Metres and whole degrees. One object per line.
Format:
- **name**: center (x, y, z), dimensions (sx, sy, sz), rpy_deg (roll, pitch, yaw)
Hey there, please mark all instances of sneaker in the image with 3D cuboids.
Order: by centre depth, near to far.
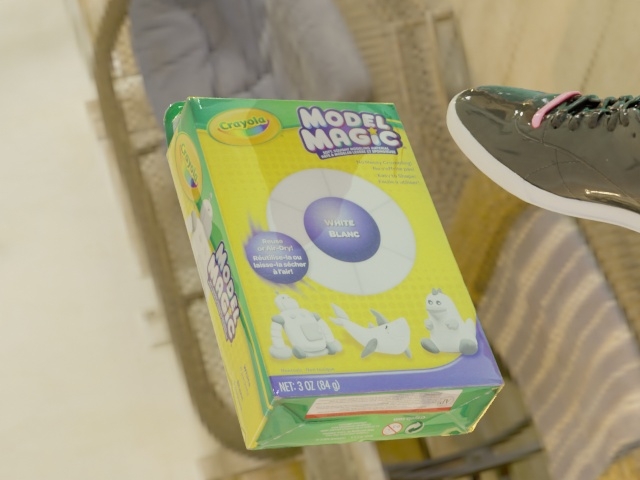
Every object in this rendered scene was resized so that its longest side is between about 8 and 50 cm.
- **sneaker**: center (0.214, -0.083, 1.002), dimensions (0.295, 0.104, 0.147), rpy_deg (27, 137, 31)

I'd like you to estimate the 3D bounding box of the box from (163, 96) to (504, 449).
- **box**: center (0.000, 0.000, 0.646), dimensions (0.043, 0.105, 0.179), rpy_deg (116, 144, -44)
